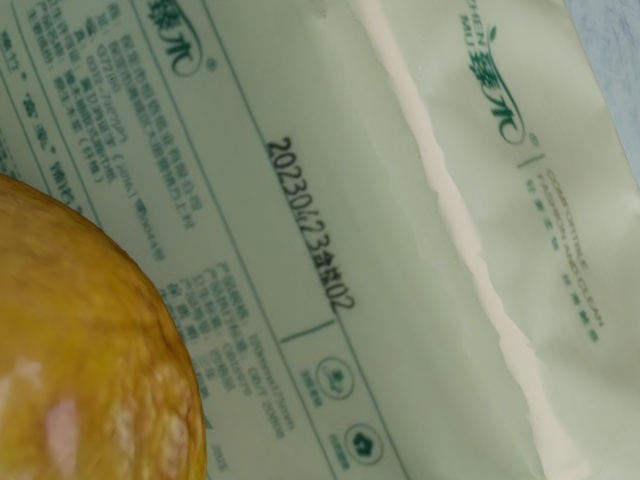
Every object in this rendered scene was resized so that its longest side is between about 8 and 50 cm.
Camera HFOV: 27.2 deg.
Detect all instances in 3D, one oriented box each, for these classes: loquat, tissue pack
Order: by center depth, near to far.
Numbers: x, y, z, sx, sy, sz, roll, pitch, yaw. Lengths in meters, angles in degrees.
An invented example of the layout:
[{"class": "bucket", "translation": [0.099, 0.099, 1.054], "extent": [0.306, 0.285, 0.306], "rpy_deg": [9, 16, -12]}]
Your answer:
[{"class": "loquat", "translation": [-0.147, 0.085, 0.528], "extent": [0.238, 0.193, 0.238], "rpy_deg": [19, 58, -35]}, {"class": "tissue pack", "translation": [0.000, 0.000, 0.669], "extent": [0.207, 0.297, 0.380], "rpy_deg": [-23, 92, -51]}]
